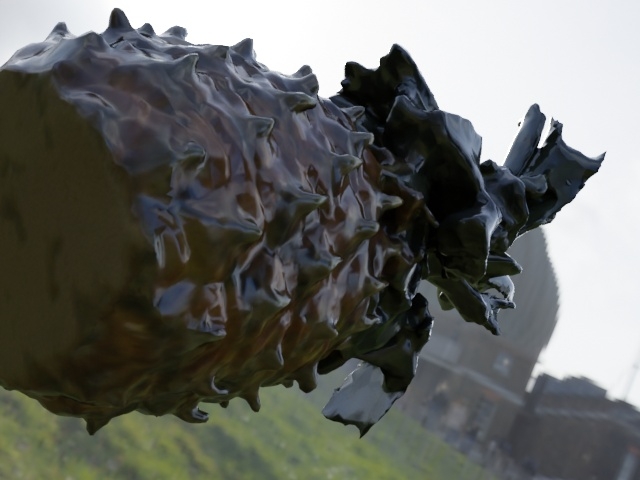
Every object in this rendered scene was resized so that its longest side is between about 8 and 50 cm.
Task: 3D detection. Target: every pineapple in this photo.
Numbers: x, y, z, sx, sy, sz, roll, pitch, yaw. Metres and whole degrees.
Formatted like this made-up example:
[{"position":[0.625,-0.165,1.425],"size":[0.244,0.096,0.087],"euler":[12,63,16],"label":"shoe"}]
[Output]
[{"position":[0.000,0.000,0.530],"size":[0.141,0.170,0.310],"euler":[22,16,40],"label":"pineapple"}]
